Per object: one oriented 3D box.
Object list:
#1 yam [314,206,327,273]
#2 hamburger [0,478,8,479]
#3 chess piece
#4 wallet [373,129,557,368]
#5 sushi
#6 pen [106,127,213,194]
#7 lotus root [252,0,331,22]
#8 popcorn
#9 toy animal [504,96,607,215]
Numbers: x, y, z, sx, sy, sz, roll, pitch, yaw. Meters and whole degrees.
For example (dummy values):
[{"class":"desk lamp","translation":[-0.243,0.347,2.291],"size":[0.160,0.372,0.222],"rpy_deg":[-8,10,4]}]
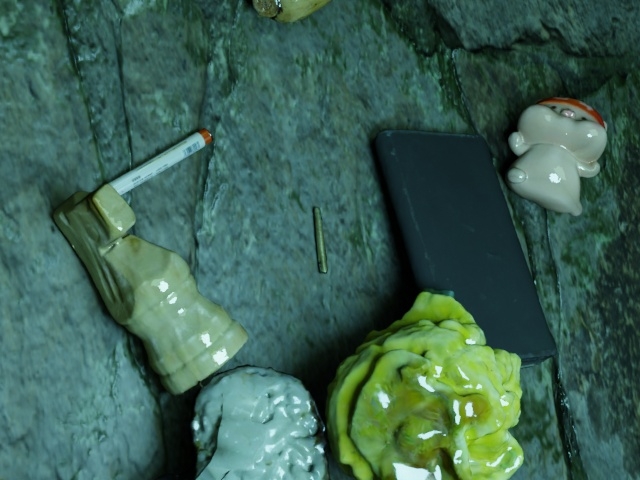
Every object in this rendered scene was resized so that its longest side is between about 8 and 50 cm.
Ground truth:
[{"class":"yam","translation":[0.000,0.000,1.484],"size":[0.014,0.014,0.107],"rpy_deg":[-2,81,-30]},{"class":"hamburger","translation":[-0.346,0.382,1.066],"size":[0.275,0.274,0.212],"rpy_deg":[22,72,-25]},{"class":"chess piece","translation":[-0.238,0.057,1.277],"size":[0.137,0.137,0.300],"rpy_deg":[-43,99,-29]},{"class":"wallet","translation":[0.228,0.010,1.528],"size":[0.229,0.062,0.405],"rpy_deg":[-2,65,-29]},{"class":"sushi","translation":[-0.094,0.342,1.264],"size":[0.235,0.207,0.348],"rpy_deg":[-3,68,-4]},{"class":"pen","translation":[-0.243,-0.102,1.359],"size":[0.218,0.026,0.026],"rpy_deg":[-35,99,-29]},{"class":"lotus root","translation":[-0.023,-0.427,1.496],"size":[0.221,0.118,0.125],"rpy_deg":[-48,122,-25]},{"class":"popcorn","translation":[0.146,0.229,1.277],"size":[0.293,0.237,0.292],"rpy_deg":[0,86,4]},{"class":"toy animal","translation":[0.414,-0.157,1.670],"size":[0.171,0.171,0.197],"rpy_deg":[28,75,-23]}]
